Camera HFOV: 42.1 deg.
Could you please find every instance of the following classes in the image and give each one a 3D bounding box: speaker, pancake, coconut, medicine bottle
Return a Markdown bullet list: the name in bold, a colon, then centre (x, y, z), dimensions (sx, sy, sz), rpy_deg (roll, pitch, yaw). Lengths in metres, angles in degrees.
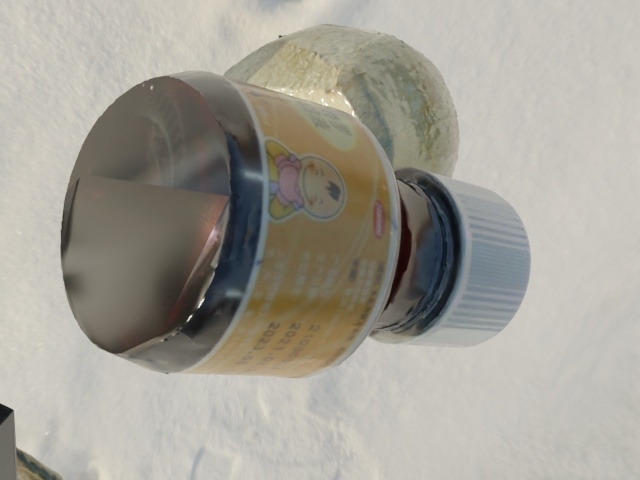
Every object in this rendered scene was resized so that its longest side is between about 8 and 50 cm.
- **speaker**: centre (-0.362, 0.249, 0.908), dimensions (0.040, 0.191, 0.046), rpy_deg (24, 41, 9)
- **pancake**: centre (-0.496, 0.353, 1.278), dimensions (0.236, 0.222, 0.042), rpy_deg (22, 44, -2)
- **coconut**: centre (0.041, -0.169, 1.375), dimensions (0.405, 0.404, 0.404), rpy_deg (0, 87, -6)
- **medicine bottle**: centre (0.000, 0.000, 0.737), dimensions (0.395, 0.243, 0.242), rpy_deg (7, 85, -43)
